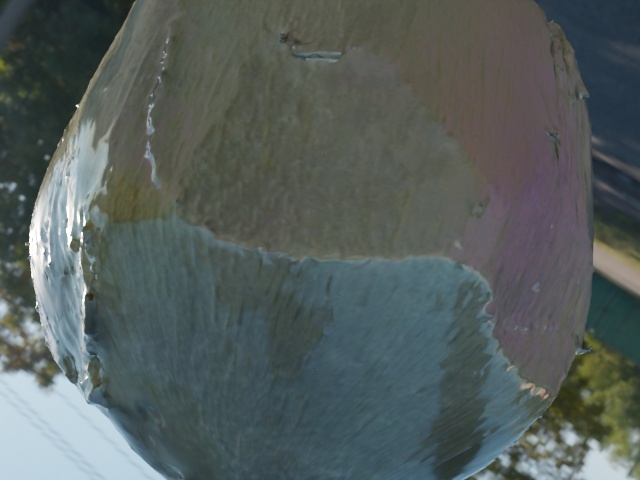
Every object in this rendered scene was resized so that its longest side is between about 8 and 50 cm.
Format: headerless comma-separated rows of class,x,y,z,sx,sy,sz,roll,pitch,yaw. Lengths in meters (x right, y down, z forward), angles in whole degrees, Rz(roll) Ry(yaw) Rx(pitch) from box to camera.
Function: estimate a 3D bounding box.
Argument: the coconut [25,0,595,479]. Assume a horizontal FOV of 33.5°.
coconut,-0.002,-0.001,0.423,0.227,0.230,0.227,6,146,4
